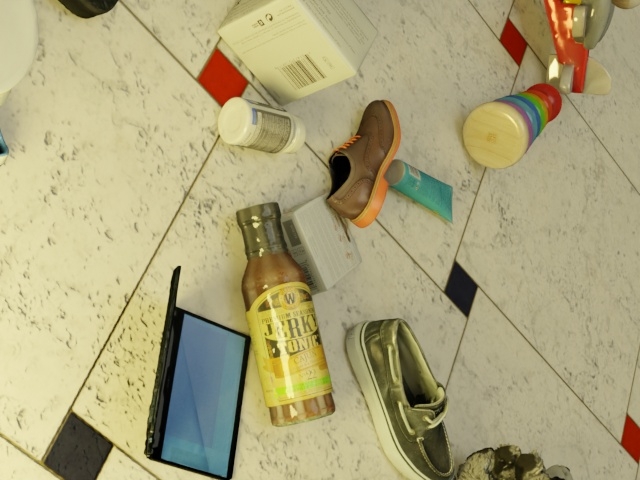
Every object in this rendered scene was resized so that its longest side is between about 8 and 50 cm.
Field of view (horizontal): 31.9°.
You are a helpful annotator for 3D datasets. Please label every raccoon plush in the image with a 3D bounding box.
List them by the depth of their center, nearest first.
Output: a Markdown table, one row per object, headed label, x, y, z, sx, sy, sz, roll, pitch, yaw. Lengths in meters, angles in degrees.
| label | x | y | z | sx | sy | sz | roll | pitch | yaw |
| --- | --- | --- | --- | --- | --- | --- | --- | --- | --- |
| raccoon plush | 0.324 | 0.576 | 2.021 | 0.446 | 0.216 | 0.299 | -46 | 130 | -13 |

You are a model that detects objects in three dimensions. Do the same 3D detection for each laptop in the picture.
| label | x | y | z | sx | sy | sz | roll | pitch | yaw |
| --- | --- | --- | --- | --- | --- | --- | --- | --- | --- |
| laptop | -0.165 | 0.196 | 1.584 | 0.137 | 0.264 | 0.234 | 9 | 66 | -7 |

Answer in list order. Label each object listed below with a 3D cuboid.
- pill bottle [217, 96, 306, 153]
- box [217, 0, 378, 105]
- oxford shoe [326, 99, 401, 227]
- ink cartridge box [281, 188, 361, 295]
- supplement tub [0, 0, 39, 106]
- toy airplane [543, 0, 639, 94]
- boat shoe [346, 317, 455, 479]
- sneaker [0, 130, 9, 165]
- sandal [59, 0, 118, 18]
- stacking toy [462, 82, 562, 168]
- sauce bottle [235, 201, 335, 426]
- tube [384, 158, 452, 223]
| label | x | y | z | sx | sy | sz | roll | pitch | yaw |
| --- | --- | --- | --- | --- | --- | --- | --- | --- | --- |
| pill bottle | -0.093 | -0.184 | 1.826 | 0.137 | 0.078 | 0.078 | 9 | 71 | -45 |
| box | -0.036 | -0.347 | 1.861 | 0.182 | 0.181 | 0.119 | 48 | 47 | -26 |
| oxford shoe | 0.073 | -0.157 | 1.989 | 0.098 | 0.097 | 0.271 | 28 | 51 | -23 |
| ink cartridge box | 0.000 | 0.000 | 1.912 | 0.145 | 0.045 | 0.179 | 67 | 24 | -6 |
| supplement tub | -0.479 | -0.203 | 1.237 | 0.228 | 0.316 | 0.228 | 17 | 66 | -43 |
| toy airplane | 0.608 | -0.515 | 2.537 | 0.384 | 0.272 | 0.386 | 54 | 28 | -48 |
| boat shoe | 0.159 | 0.285 | 1.919 | 0.121 | 0.119 | 0.335 | -43 | 109 | -45 |
| sneaker | -0.449 | -0.156 | 1.448 | 0.053 | 0.059 | 0.144 | -42 | 108 | -43 |
| sandal | -0.446 | -0.476 | 1.538 | 0.446 | 0.107 | 0.167 | 53 | 43 | -39 |
| stacking toy | 0.425 | -0.263 | 2.388 | 0.330 | 0.141 | 0.141 | -36 | 105 | -54 |
| sauce bottle | -0.064 | 0.113 | 1.742 | 0.111 | 0.111 | 0.344 | -11 | 85 | -48 |
| tube | 0.199 | -0.098 | 2.140 | 0.207 | 0.052 | 0.080 | 24 | 66 | -46 |
